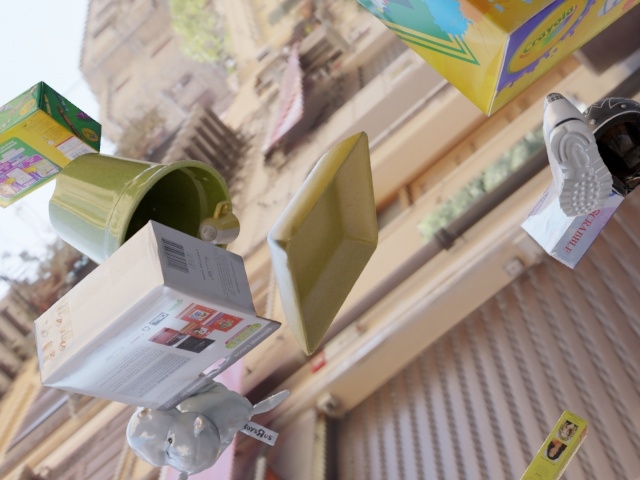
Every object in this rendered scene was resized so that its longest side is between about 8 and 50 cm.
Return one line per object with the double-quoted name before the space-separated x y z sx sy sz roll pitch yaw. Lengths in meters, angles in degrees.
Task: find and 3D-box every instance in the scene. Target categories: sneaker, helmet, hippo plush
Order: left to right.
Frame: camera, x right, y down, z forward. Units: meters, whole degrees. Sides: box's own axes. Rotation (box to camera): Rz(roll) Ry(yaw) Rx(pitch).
"hippo plush" -0.250 0.385 2.039 0.294 0.234 0.236 19 -157 7
"sneaker" 0.404 -0.132 1.698 0.235 0.090 0.094 67 -176 -47
"helmet" 0.525 -0.173 1.876 0.161 0.169 0.169 49 -166 10

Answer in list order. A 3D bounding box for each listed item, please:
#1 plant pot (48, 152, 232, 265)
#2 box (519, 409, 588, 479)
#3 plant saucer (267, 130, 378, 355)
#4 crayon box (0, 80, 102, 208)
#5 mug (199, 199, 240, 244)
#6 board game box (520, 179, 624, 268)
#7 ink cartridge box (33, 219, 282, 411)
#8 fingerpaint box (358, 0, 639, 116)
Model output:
"plant pot" -0.343 -0.044 1.926 0.254 0.276 0.276 22 177 34
"box" 0.480 0.474 2.239 0.058 0.232 0.087 29 159 25
"plant saucer" 0.000 0.000 2.069 0.081 0.332 0.332 16 142 22
"crayon box" -0.593 -0.185 2.111 0.165 0.278 0.081 39 -146 -44
"mug" -0.187 -0.027 1.894 0.064 0.062 0.078 -24 -81 -66
"board game box" 0.563 -0.116 2.232 0.066 0.318 0.318 33 -170 -6
"ink cartridge box" -0.266 0.138 1.754 0.272 0.309 0.130 25 -143 -44
"fingerpaint box" 0.240 -0.420 1.293 0.371 0.445 0.163 45 160 20
